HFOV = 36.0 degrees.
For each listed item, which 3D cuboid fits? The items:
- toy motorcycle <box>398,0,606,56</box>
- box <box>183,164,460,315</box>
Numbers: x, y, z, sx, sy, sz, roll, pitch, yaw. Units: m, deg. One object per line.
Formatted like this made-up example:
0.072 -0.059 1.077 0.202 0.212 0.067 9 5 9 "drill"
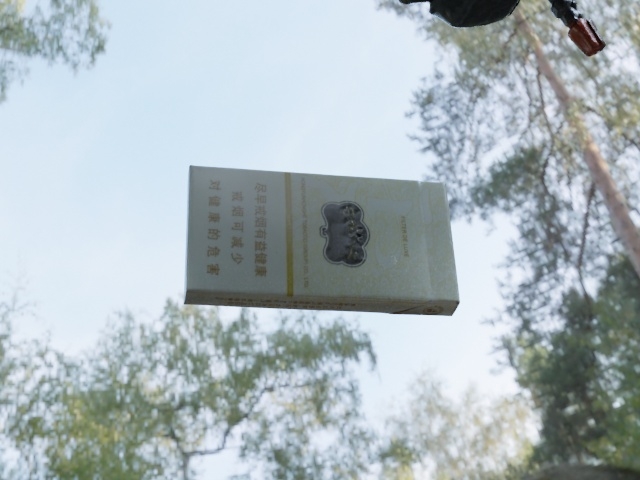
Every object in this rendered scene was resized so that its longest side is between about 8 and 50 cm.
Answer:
0.152 -0.263 0.634 0.147 0.221 0.326 -13 -26 -32 "toy motorcycle"
0.000 0.000 0.612 0.166 0.090 0.024 3 -30 -10 "box"
